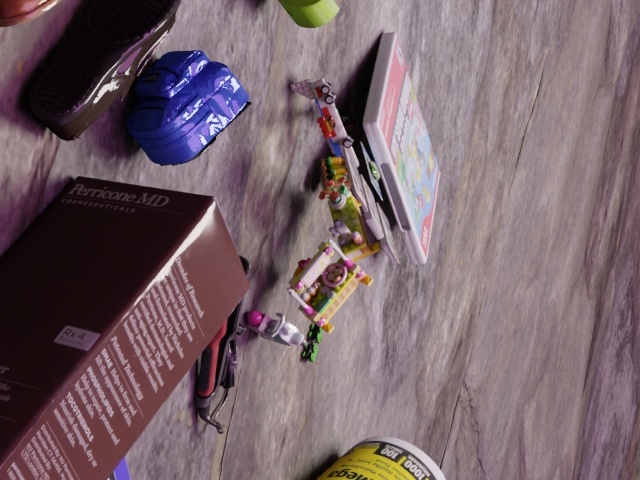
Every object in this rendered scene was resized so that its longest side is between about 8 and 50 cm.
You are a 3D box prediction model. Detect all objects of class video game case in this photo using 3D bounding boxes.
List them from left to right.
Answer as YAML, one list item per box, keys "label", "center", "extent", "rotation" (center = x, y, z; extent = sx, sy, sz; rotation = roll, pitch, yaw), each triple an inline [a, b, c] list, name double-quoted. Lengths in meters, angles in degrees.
- label: "video game case"
  center: [0.123, -0.133, 2.065]
  extent: [0.204, 0.025, 0.285]
  rotation: [-77, 155, -42]

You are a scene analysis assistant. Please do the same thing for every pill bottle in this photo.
- label: "pill bottle"
  center: [0.032, 0.424, 1.954]
  extent: [0.334, 0.188, 0.188]
  rotation: [-34, 126, -52]

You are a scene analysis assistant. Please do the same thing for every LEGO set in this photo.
- label: "LEGO set"
  center: [0.000, 0.000, 1.840]
  extent: [0.107, 0.132, 0.287]
  rotation: [48, 57, -52]
- label: "LEGO set"
  center: [0.033, -0.102, 1.862]
  extent: [0.182, 0.060, 0.244]
  rotation: [56, 17, -52]

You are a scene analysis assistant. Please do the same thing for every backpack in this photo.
- label: "backpack"
  center: [-0.161, -0.147, 1.570]
  extent: [0.101, 0.098, 0.120]
  rotation: [50, 62, -27]

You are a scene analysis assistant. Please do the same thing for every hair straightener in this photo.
- label: "hair straightener"
  center: [-0.113, 0.129, 1.766]
  extent: [0.089, 0.047, 0.230]
  rotation: [-12, 108, -58]

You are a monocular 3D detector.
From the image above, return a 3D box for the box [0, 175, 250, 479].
- label: "box"
  center: [-0.252, 0.111, 1.384]
  extent: [0.381, 0.191, 0.143]
  rotation: [-54, 140, -39]

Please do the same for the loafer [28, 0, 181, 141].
- label: "loafer"
  center: [-0.226, -0.191, 1.476]
  extent: [0.220, 0.080, 0.078]
  rotation: [-51, 163, -26]

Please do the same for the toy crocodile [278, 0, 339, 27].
- label: "toy crocodile"
  center: [0.024, -0.415, 1.796]
  extent: [0.340, 0.105, 0.115]
  rotation: [-63, 145, -29]

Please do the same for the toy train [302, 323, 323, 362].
- label: "toy train"
  center: [-0.005, 0.132, 1.982]
  extent: [0.023, 0.017, 0.083]
  rotation: [52, 53, -64]

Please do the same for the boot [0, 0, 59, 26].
- label: "boot"
  center: [-0.288, -0.312, 1.330]
  extent: [0.152, 0.073, 0.197]
  rotation: [67, 30, -46]

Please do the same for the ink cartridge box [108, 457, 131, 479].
- label: "ink cartridge box"
  center: [-0.258, 0.348, 1.584]
  extent: [0.208, 0.045, 0.206]
  rotation: [-44, 133, -48]
